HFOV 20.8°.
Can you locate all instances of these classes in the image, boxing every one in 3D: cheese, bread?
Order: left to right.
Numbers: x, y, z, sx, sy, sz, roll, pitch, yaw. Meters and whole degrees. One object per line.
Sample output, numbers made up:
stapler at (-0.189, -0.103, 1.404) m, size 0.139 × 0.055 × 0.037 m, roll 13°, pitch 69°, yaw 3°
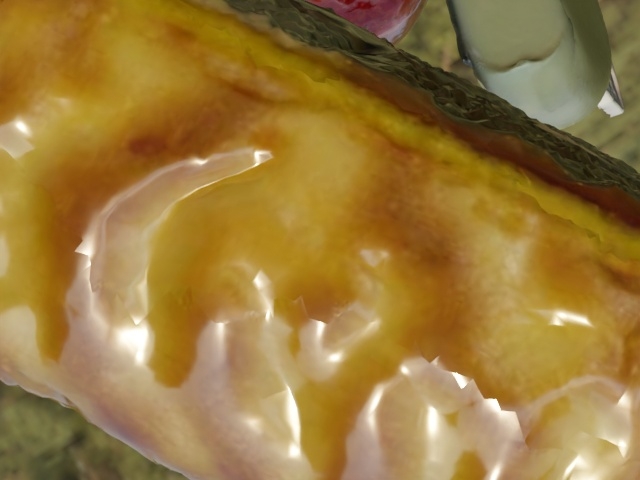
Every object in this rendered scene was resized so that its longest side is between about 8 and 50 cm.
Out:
bread at (0.000, 0.000, 0.395) m, size 0.096 × 0.222 × 0.181 m, roll -65°, pitch 173°, yaw 9°
cheese at (0.117, -0.106, 0.873) m, size 0.050 × 0.127 × 0.255 m, roll -19°, pitch 168°, yaw 17°

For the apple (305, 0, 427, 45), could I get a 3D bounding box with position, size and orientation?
apple at (-0.024, -0.236, 1.318) m, size 0.234 × 0.234 × 0.234 m, roll -31°, pitch 169°, yaw -7°
